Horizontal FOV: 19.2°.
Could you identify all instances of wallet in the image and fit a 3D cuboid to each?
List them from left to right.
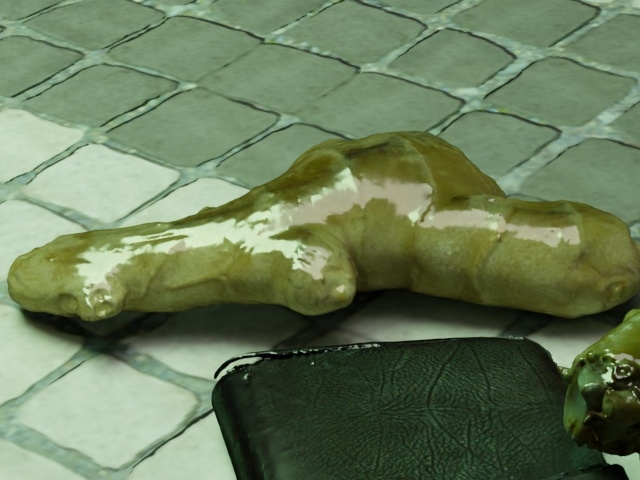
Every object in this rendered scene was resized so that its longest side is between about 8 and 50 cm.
[{"bbox_3d":[0.059,0.136,0.789,0.172,0.045,0.318,-4,29,-9],"label":"wallet"}]

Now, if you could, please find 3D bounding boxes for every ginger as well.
[{"bbox_3d":[0.000,0.000,0.997,0.334,0.081,0.148,-8,47,-5],"label":"ginger"}]

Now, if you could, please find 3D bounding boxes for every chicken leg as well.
[{"bbox_3d":[0.183,0.042,0.883,0.228,0.088,0.103,-18,49,-33],"label":"chicken leg"}]
